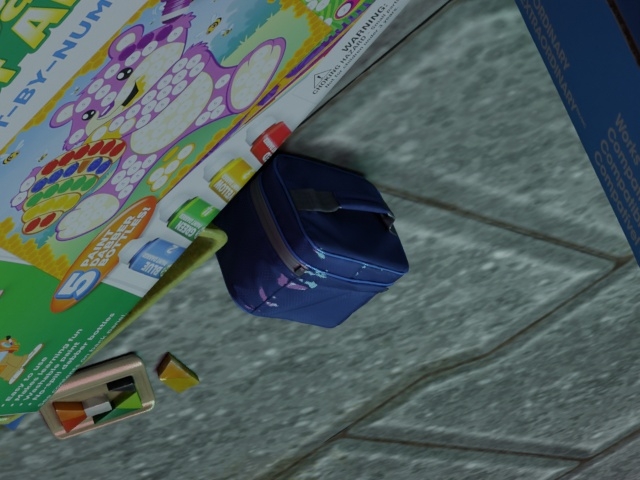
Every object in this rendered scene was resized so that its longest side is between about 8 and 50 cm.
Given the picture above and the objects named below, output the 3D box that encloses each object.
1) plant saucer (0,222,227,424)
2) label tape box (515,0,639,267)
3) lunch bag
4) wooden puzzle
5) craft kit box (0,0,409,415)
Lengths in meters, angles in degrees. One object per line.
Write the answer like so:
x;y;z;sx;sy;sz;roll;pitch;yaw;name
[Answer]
-0.172;0.018;0.725;0.188;0.045;0.188;-39;149;30;plant saucer
0.185;-0.048;0.653;0.334;0.240;0.106;6;144;-41;label tape box
0.000;0.000;0.792;0.065;0.067;0.098;-38;150;30;lunch bag
-0.133;0.096;0.931;0.116;0.014;0.078;-21;153;-1;wooden puzzle
-0.101;-0.037;0.535;0.250;0.061;0.247;-48;159;13;craft kit box
